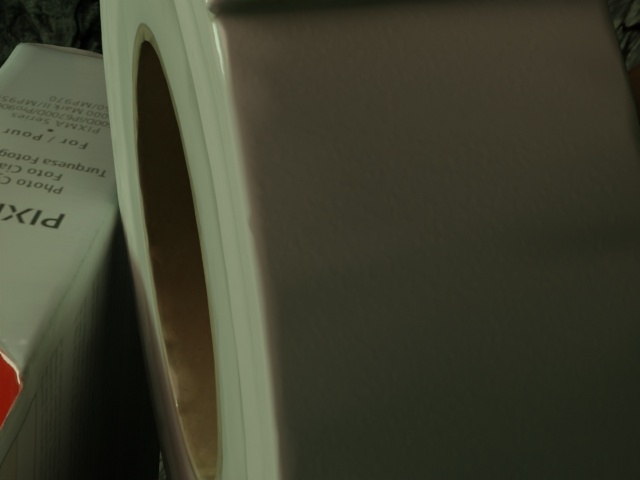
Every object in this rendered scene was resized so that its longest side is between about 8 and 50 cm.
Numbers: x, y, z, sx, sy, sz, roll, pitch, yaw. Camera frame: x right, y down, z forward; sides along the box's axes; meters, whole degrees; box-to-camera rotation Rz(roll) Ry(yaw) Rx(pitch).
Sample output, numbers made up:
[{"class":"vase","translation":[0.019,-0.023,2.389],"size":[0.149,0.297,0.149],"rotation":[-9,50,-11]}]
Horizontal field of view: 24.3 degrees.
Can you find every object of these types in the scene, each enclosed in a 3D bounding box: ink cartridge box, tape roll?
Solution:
[{"class":"ink cartridge box","translation":[-0.147,0.134,0.627],"size":[0.385,0.091,0.308],"rotation":[-72,-9,-58]},{"class":"tape roll","translation":[0.000,0.000,0.467],"size":[0.100,0.286,0.286],"rotation":[-8,8,-12]}]

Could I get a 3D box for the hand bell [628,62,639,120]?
[{"class":"hand bell","translation":[0.161,-0.063,0.550],"size":[0.242,0.126,0.126],"rotation":[-43,9,-31]}]
